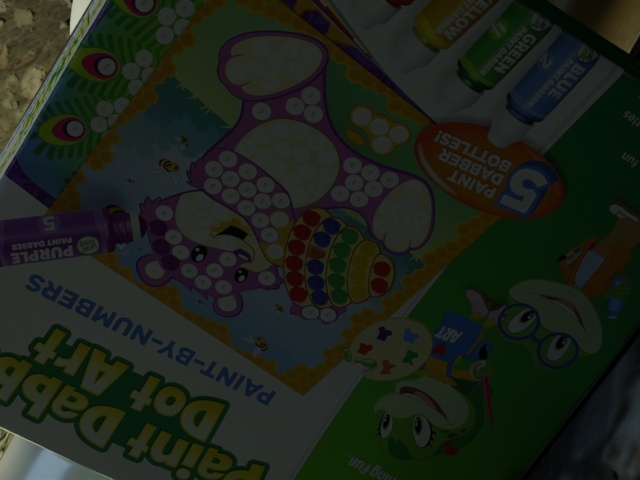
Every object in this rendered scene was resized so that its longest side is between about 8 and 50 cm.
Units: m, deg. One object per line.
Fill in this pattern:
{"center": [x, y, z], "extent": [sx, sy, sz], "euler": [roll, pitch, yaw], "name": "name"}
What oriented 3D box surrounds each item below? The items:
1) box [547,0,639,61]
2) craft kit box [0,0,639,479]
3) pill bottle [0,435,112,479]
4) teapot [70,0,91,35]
{"center": [0.106, -0.066, 0.767], "extent": [0.164, 0.021, 0.201], "euler": [-60, 17, 3], "name": "box"}
{"center": [0.000, 0.000, 0.575], "extent": [0.246, 0.250, 0.061], "euler": [-55, 19, 20], "name": "craft kit box"}
{"center": [-0.171, 0.265, 0.773], "extent": [0.318, 0.176, 0.176], "euler": [-63, 17, -7], "name": "pill bottle"}
{"center": [-0.065, -0.171, 1.176], "extent": [0.252, 0.187, 0.256], "euler": [-49, -22, -32], "name": "teapot"}
